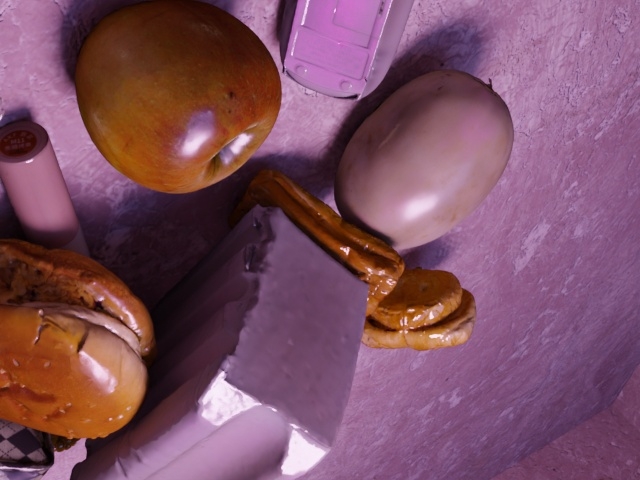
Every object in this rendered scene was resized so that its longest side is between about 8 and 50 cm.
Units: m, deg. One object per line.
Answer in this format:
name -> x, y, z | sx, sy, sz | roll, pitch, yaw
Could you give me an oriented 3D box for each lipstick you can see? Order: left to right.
lipstick -> -0.344, -0.035, 1.181 | 0.070, 0.070, 0.254 | -29, 147, -19

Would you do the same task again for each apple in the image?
apple -> -0.168, -0.175, 1.101 | 0.237, 0.207, 0.237 | -39, 168, -10

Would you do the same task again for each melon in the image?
melon -> 0.163, -0.127, 1.480 | 0.317, 0.223, 0.223 | -48, 149, 9

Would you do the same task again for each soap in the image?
soap -> -0.154, 0.216, 1.379 | 0.213, 0.350, 0.435 | 33, 130, -22

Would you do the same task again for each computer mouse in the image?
computer mouse -> 0.038, -0.314, 1.167 | 0.072, 0.158, 0.310 | -67, 175, -47

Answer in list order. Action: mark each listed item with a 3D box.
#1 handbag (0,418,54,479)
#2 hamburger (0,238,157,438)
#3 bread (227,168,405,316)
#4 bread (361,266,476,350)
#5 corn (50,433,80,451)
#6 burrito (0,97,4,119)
handbag -> -0.616, 0.381, 1.335 | 0.317, 0.180, 0.416 | 14, 124, -44
hamburger -> -0.362, 0.144, 1.224 | 0.314, 0.290, 0.170 | 91, 11, -54
bread -> -0.007, 0.006, 1.441 | 0.139, 0.271, 0.077 | -55, -176, 43
bread -> 0.185, 0.136, 1.845 | 0.198, 0.236, 0.120 | -62, 148, -62
corn -> -0.375, 0.201, 1.426 | 0.102, 0.102, 0.313 | -6, 131, -44
burrito -> -0.445, -0.057, 1.049 | 0.096, 0.066, 0.309 | -2, 135, -50
